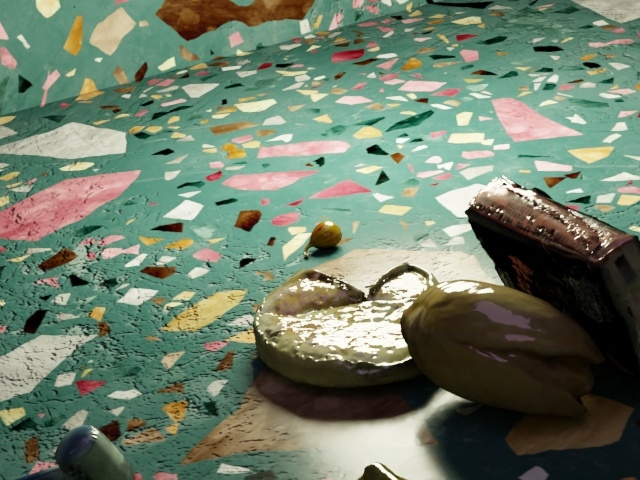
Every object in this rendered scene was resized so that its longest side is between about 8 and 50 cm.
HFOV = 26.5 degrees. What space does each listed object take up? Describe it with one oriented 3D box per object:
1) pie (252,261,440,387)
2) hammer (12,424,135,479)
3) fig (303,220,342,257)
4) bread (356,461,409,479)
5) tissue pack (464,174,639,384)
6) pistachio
[{"bbox_3d":[0.054,0.129,2.026,0.337,0.075,0.337,-6,30,3],"label":"pie"},{"bbox_3d":[-0.341,0.308,1.748,0.193,0.116,0.069,-21,35,20],"label":"hammer"},{"bbox_3d":[0.000,0.000,2.368,0.083,0.050,0.050,-41,35,-19],"label":"fig"},{"bbox_3d":[0.089,0.362,1.362,0.196,0.238,0.252,-52,26,2],"label":"bread"},{"bbox_3d":[0.355,0.047,1.873,0.123,0.245,0.332,-37,28,-11],"label":"tissue pack"},{"bbox_3d":[0.236,0.141,1.826,0.293,0.162,0.181,14,3,30],"label":"pistachio"}]
